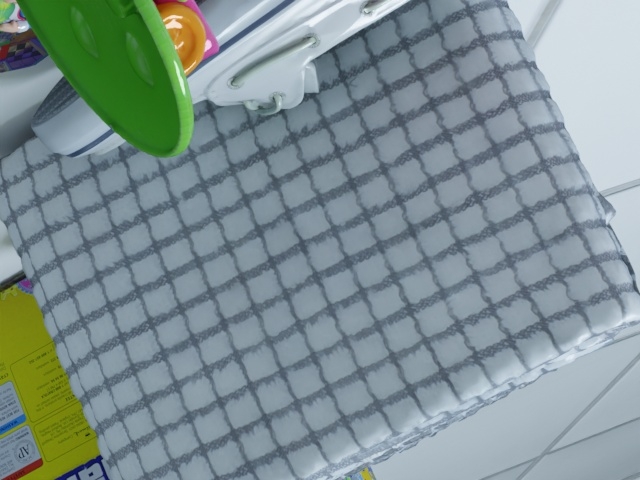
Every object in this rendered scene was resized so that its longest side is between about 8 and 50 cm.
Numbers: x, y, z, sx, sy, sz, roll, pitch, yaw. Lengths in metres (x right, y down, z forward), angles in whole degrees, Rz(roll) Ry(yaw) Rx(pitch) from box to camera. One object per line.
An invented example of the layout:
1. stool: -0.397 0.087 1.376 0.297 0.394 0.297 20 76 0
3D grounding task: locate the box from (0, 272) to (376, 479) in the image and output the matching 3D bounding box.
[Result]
1. box: -0.152 0.148 1.096 0.290 0.177 0.279 -29 161 11

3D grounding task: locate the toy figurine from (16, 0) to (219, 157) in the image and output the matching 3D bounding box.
1. toy figurine: -0.038 -0.145 0.617 0.159 0.130 0.173 -36 125 -20

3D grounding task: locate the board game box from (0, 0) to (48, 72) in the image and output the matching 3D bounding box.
1. board game box: -0.117 -0.108 0.697 0.168 0.033 0.133 -32 159 18

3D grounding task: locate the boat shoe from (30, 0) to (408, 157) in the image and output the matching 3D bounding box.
1. boat shoe: -0.027 -0.092 0.736 0.226 0.076 0.083 -33 -156 18

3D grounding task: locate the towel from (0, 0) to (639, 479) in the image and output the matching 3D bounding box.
1. towel: 0.000 0.000 0.818 0.283 0.235 0.121 -28 164 12
